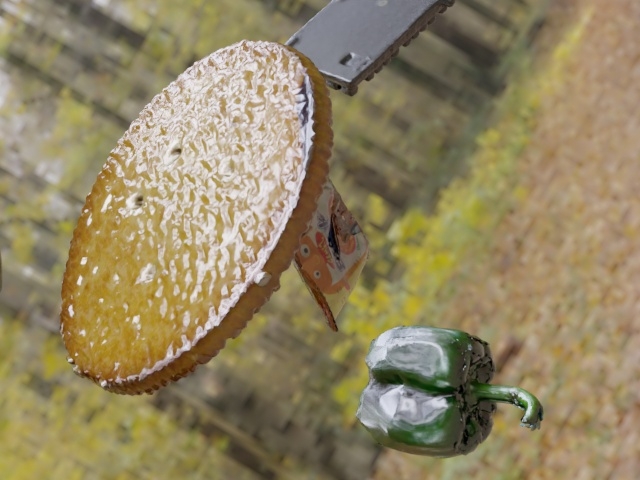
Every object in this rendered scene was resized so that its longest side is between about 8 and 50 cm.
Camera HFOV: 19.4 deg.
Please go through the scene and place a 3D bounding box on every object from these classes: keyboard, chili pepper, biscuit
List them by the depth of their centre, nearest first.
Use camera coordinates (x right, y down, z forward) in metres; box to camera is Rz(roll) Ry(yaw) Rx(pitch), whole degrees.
[{"bbox_3d":[-0.096,-0.018,1.425,0.305,0.038,0.305,-33,41,34],"label":"biscuit"},{"bbox_3d":[0.088,-0.242,1.826,0.317,0.106,0.027,-44,-35,-35],"label":"keyboard"},{"bbox_3d":[0.182,0.210,2.531,0.165,0.261,0.173,28,-110,-70],"label":"chili pepper"}]

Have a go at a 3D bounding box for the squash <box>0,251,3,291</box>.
[{"bbox_3d":[-0.370,0.033,2.107,0.027,0.027,0.083,-60,-20,-45],"label":"squash"}]

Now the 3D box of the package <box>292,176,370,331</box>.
[{"bbox_3d":[0.001,-0.001,1.480,0.031,0.108,0.120,-18,24,25],"label":"package"}]
